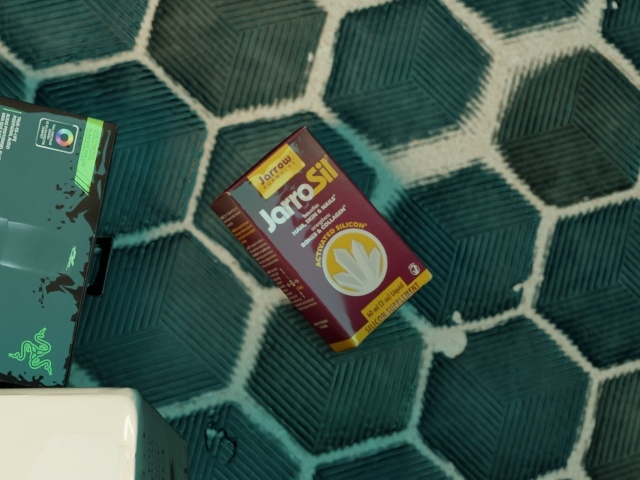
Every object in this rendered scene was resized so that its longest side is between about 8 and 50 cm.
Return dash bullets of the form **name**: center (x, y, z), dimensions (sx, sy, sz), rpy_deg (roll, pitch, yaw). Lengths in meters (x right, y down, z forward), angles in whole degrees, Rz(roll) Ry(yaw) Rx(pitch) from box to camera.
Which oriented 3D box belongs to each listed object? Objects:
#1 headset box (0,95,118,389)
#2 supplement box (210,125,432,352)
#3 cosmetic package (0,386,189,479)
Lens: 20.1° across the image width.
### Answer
- **headset box**: center (-0.325, -0.003, 1.574), dimensions (0.283, 0.131, 0.246), rpy_deg (14, 80, -14)
- **supplement box**: center (0.000, 0.000, 1.689), dimensions (0.104, 0.081, 0.188), rpy_deg (-42, 94, -16)
- **cosmetic package**: center (-0.273, 0.293, 1.360), dimensions (0.327, 0.394, 0.329), rpy_deg (-2, 79, 0)
